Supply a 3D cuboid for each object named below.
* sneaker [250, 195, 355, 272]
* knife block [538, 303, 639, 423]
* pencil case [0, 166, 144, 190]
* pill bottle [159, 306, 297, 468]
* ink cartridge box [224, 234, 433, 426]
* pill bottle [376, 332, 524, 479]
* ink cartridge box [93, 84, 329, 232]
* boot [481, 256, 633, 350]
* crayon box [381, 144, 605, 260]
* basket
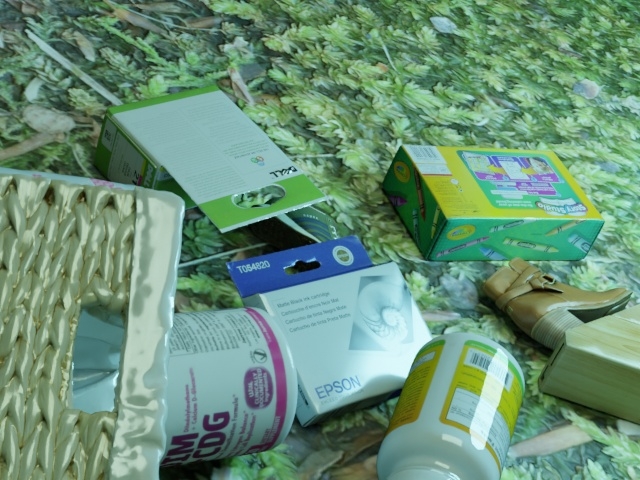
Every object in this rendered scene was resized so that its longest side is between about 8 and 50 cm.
[{"bbox_3d":[0.000,0.000,1.946,0.192,0.064,0.086,39,43,26],"label":"sneaker"},{"bbox_3d":[0.452,0.196,1.918,0.275,0.088,0.242,-14,48,-41],"label":"knife block"},{"bbox_3d":[-0.334,-0.022,1.753,0.273,0.113,0.124,6,49,-22],"label":"pencil case"},{"bbox_3d":[-0.181,0.160,1.556,0.283,0.160,0.160,-4,43,-32],"label":"pill bottle"},{"bbox_3d":[0.023,0.094,1.795,0.223,0.045,0.224,-13,68,-40],"label":"ink cartridge box"},{"bbox_3d":[0.140,0.228,1.659,0.136,0.136,0.246,24,40,2],"label":"pill bottle"},{"bbox_3d":[-0.146,-0.080,1.940,0.189,0.097,0.255,-18,52,-39],"label":"ink cartridge box"},{"bbox_3d":[0.326,0.072,2.030,0.152,0.073,0.197,38,35,27],"label":"boot"},{"bbox_3d":[0.249,-0.054,2.140,0.278,0.081,0.165,1,41,-28],"label":"crayon box"},{"bbox_3d":[-0.272,0.149,1.229,0.266,0.331,0.328,10,59,-12],"label":"basket"}]
